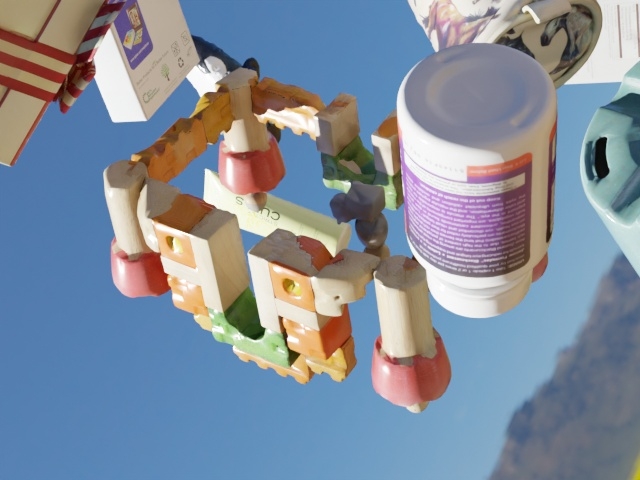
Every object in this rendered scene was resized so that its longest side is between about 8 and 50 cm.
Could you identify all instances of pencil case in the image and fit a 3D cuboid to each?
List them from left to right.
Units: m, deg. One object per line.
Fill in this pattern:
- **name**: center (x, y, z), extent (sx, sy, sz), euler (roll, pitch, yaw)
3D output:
- **pencil case**: center (0.145, -0.314, 1.614), extent (0.160, 0.410, 0.183), euler (-21, -36, -8)

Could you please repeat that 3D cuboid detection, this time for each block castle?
- **block castle**: center (0.000, 0.000, 1.746), extent (0.303, 0.453, 0.213), euler (-46, -38, -36)

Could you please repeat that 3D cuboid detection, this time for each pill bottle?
- **pill bottle**: center (0.112, -0.035, 1.087), extent (0.108, 0.108, 0.193), euler (-56, -26, -34)

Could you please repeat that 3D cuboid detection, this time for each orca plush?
- **orca plush**: center (-0.150, -0.260, 2.482), extent (0.102, 0.287, 0.151), euler (-36, -29, -30)

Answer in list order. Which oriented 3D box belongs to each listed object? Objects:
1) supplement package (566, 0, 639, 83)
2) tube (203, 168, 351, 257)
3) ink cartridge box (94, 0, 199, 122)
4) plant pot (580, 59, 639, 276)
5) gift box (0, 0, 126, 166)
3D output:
- **supplement package**: center (0.436, -0.303, 2.051), extent (0.139, 0.244, 0.134), euler (-74, -22, -48)
- **tube**: center (-0.073, -0.033, 2.340), extent (0.070, 0.240, 0.062), euler (-69, -16, -1)
- **ink cartridge box**: center (-0.263, -0.334, 1.973), extent (0.165, 0.065, 0.333), euler (-55, -43, -47)
- **plant pot**: center (0.441, -0.020, 1.476), extent (0.334, 0.341, 0.341), euler (45, -116, -33)
- **gift box**: center (-0.345, -0.253, 1.502), extent (0.258, 0.255, 0.276), euler (20, -61, -38)
